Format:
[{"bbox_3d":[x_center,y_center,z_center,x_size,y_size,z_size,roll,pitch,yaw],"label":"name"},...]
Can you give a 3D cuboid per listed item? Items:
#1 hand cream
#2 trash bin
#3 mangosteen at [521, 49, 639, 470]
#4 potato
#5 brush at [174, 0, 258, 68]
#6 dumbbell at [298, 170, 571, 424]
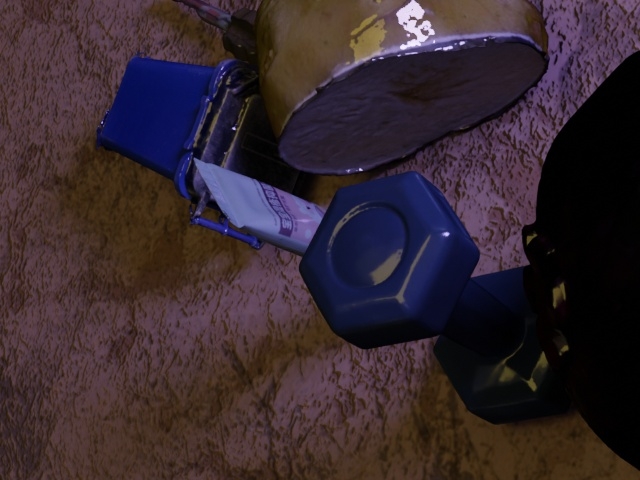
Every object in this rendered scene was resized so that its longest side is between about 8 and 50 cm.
[{"bbox_3d":[0.000,0.000,1.912,0.058,0.331,0.085,-44,51,22],"label":"hand cream"},{"bbox_3d":[-0.129,-0.110,2.188,0.234,0.162,0.184,20,89,48],"label":"trash bin"},{"bbox_3d":[0.382,0.013,1.599,0.435,0.382,0.382,-9,63,-5],"label":"mangosteen"},{"bbox_3d":[0.066,-0.212,1.992,0.300,0.246,0.196,-24,69,30],"label":"potato"},{"bbox_3d":[-0.097,-0.247,2.262,0.301,0.084,0.071,33,99,48],"label":"brush"},{"bbox_3d":[0.123,0.059,1.796,0.144,0.316,0.156,22,83,40],"label":"dumbbell"}]
